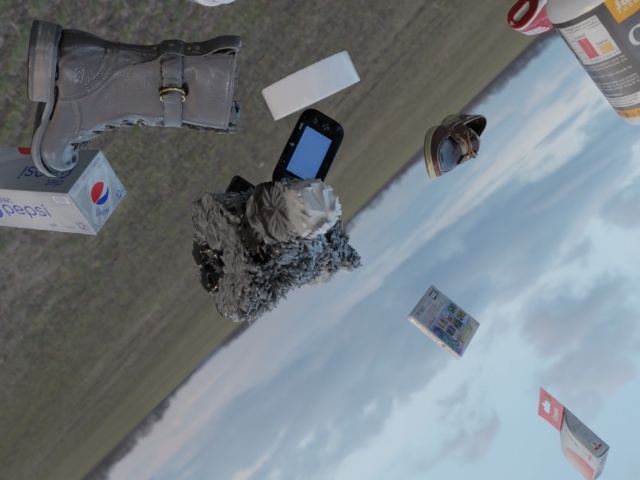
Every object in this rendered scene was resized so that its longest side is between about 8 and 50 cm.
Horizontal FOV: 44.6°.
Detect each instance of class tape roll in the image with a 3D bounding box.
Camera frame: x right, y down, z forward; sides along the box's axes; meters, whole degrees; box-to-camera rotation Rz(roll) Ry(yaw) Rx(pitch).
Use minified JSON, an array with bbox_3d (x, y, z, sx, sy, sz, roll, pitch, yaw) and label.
[{"bbox_3d":[-0.028,-0.460,2.321,0.286,0.100,0.286,-25,-172,4],"label":"tape roll"}]

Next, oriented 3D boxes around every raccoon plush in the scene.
[{"bbox_3d":[0.000,0.000,1.227,0.299,0.216,0.446,-14,-174,-32],"label":"raccoon plush"}]

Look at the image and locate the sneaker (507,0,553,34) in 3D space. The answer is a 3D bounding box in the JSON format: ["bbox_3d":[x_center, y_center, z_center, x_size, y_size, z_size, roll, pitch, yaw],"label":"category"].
[{"bbox_3d":[0.574,-0.606,1.950,0.221,0.087,0.128,-39,158,26],"label":"sneaker"}]

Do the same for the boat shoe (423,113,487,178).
[{"bbox_3d":[0.383,-0.274,2.168,0.123,0.123,0.342,-5,-158,30],"label":"boat shoe"}]

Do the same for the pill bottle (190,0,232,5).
[{"bbox_3d":[-0.186,-0.414,1.217,0.087,0.087,0.160,-43,-139,-12],"label":"pill bottle"}]

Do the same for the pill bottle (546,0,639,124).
[{"bbox_3d":[0.409,-0.306,1.056,0.162,0.278,0.162,-38,-162,15],"label":"pill bottle"}]

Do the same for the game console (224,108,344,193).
[{"bbox_3d":[-0.068,-0.114,1.586,0.044,0.213,0.361,-13,-131,58],"label":"game console"}]

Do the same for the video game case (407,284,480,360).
[{"bbox_3d":[0.276,0.179,1.733,0.019,0.143,0.157,-55,172,34],"label":"video game case"}]

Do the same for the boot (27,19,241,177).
[{"bbox_3d":[-0.207,-0.145,0.891,0.263,0.229,0.091,120,-29,-59],"label":"boot"}]

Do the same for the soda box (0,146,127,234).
[{"bbox_3d":[-0.452,-0.082,1.218,0.286,0.091,0.098,5,-129,27],"label":"soda box"}]

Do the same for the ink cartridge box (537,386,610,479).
[{"bbox_3d":[0.510,0.404,1.619,0.045,0.179,0.145,-39,145,-16],"label":"ink cartridge box"}]
